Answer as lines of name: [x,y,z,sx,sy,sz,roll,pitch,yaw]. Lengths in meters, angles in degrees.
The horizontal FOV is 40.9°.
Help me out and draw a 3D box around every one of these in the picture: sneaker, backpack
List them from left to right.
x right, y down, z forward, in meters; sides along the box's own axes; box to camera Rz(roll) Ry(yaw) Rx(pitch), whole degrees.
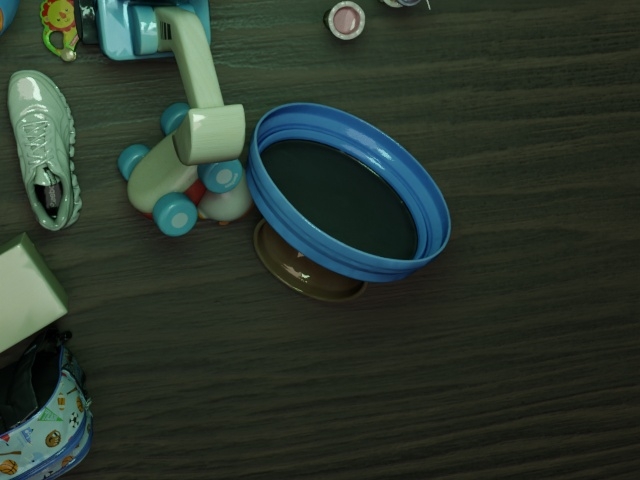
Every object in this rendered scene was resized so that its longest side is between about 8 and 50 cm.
backpack: [-0.537,0.328,1.541,0.276,0.263,0.213,-33,108,-3]
sneaker: [-0.485,-0.155,1.511,0.110,0.118,0.292,-11,104,-7]

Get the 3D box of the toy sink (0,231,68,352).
toy sink: [-0.597,0.114,1.546,0.234,0.131,0.152,-32,107,-7]

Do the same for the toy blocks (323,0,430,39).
toy blocks: [0.103,-0.533,1.457,0.309,0.260,0.288,-30,109,-2]

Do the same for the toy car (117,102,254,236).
toy car: [-0.209,-0.088,1.569,0.210,0.219,0.238,-44,136,1]

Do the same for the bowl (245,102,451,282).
bowl: [0.046,-0.085,1.512,0.391,0.391,0.077,23,127,-16]

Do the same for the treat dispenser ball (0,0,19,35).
treat dispenser ball: [-0.613,-0.417,1.329,0.288,0.288,0.288,-3,104,-11]

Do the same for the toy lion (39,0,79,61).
toy lion: [-0.453,-0.379,1.509,0.096,0.034,0.100,34,95,-10]

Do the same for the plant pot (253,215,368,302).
plant pot: [0.000,0.000,1.626,0.237,0.237,0.109,43,50,-18]

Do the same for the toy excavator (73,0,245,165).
toy excavator: [-0.243,-0.353,1.324,0.222,0.445,0.432,-9,106,-21]
